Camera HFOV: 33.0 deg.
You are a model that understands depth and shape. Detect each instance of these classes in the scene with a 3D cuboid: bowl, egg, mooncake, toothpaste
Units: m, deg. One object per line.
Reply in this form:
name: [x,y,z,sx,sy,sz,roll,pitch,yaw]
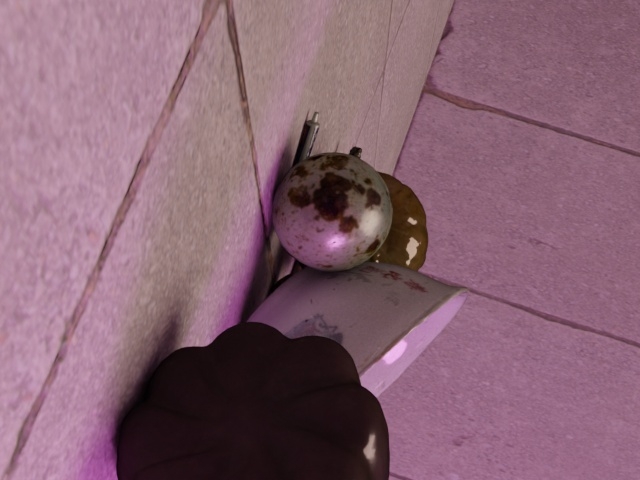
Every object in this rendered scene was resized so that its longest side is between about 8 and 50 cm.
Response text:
bowl: [0.003,0.161,1.626,0.435,0.196,0.435,-42,167,-12]
egg: [0.014,-0.039,1.538,0.231,0.169,0.169,153,-44,-83]
mooncake: [-0.066,0.221,1.103,0.306,0.306,0.154,-65,158,-48]
toothpaste: [-0.025,-0.127,1.612,0.037,0.021,0.139,-56,165,-70]

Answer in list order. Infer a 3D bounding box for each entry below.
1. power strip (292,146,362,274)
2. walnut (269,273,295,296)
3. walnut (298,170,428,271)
power strip: [0.000,0.000,2.019,0.092,0.066,0.387,65,46,-78]
walnut: [-0.047,0.102,1.808,0.092,0.092,0.092,18,90,-84]
walnut: [0.066,-0.006,1.841,0.283,0.228,0.282,166,-90,-86]
